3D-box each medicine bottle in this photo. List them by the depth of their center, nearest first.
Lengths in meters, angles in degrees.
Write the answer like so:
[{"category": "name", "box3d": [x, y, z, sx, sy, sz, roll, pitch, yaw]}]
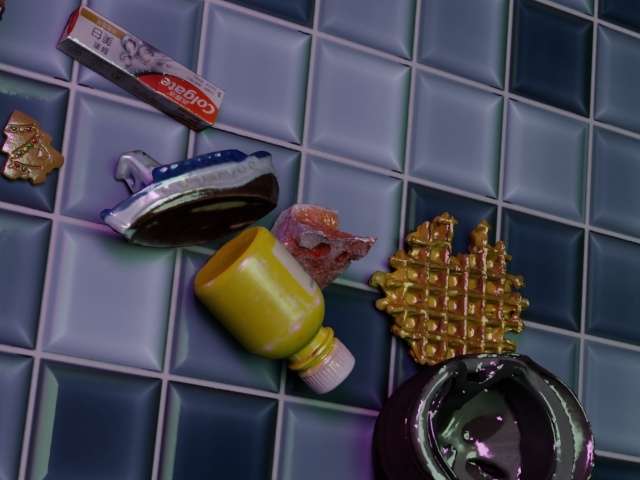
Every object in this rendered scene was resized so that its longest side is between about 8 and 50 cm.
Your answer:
[{"category": "medicine bottle", "box3d": [-0.048, 0.095, 1.893, 0.212, 0.122, 0.122, 49, 59, -16]}]

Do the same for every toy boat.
[{"category": "toy boat", "box3d": [-0.162, -0.067, 1.869, 0.262, 0.114, 0.115, -10, 54, -33]}]

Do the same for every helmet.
[{"category": "helmet", "box3d": [0.195, 0.272, 1.982, 0.305, 0.177, 0.225, 14, 65, -36]}]

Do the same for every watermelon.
[{"category": "watermelon", "box3d": [-0.013, 0.018, 1.932, 0.098, 0.158, 0.121, 23, 96, -28]}]

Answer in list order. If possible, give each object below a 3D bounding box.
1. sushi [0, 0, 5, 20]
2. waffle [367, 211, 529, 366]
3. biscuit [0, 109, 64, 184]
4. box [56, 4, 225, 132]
[{"category": "sushi", "box3d": [-0.471, -0.358, 1.620, 0.294, 0.281, 0.299, 12, 89, -31]}, {"category": "waffle", "box3d": [0.185, 0.082, 2.088, 0.228, 0.051, 0.232, -39, 103, -32]}, {"category": "biscuit", "box3d": [-0.347, -0.112, 1.806, 0.082, 0.016, 0.092, -15, 90, -33]}, {"category": "box", "box3d": [-0.221, -0.212, 1.892, 0.218, 0.039, 0.055, 31, 64, -24]}]
